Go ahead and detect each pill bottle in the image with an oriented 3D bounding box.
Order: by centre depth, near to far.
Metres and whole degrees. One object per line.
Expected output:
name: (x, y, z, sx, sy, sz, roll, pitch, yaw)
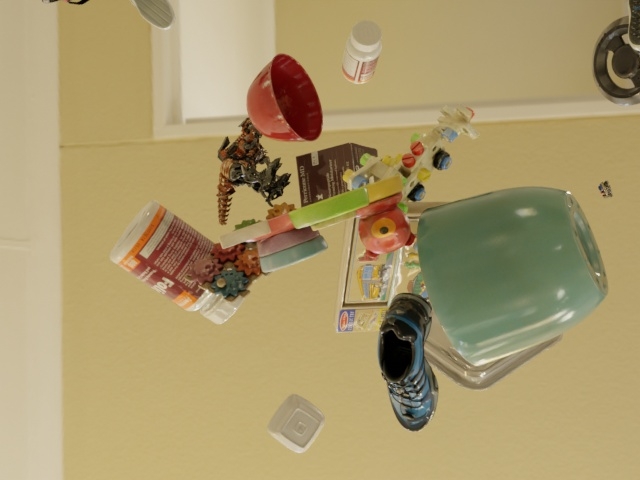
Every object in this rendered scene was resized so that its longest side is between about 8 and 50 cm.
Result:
pill bottle: (-0.420, 0.076, 2.053, 0.392, 0.224, 0.224, 38, -148, -19)
pill bottle: (0.142, -0.642, 2.281, 0.221, 0.121, 0.121, 106, 166, -70)

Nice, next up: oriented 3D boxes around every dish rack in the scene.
dish rack: (0.358, 0.183, 1.525, 0.286, 0.333, 0.072, 35, 137, 41)

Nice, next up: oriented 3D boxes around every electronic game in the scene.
electronic game: (0.804, -0.468, 1.744, 0.229, 0.048, 0.229, 38, 134, 54)

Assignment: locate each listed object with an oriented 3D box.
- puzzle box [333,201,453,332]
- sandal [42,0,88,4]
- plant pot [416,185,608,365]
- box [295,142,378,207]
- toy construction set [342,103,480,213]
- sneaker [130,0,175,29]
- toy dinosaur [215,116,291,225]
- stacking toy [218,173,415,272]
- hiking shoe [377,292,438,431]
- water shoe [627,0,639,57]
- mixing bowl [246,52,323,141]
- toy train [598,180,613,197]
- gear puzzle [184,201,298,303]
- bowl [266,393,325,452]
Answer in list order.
puzzle box: (0.184, 0.077, 1.742, 0.052, 0.272, 0.408, -102, 13, -51)
sandal: (-0.532, -0.552, 1.488, 0.067, 0.179, 0.040, 152, 104, -83)
plant pot: (0.336, 0.040, 1.130, 0.293, 0.235, 0.292, 38, -139, -41)
box: (0.059, -0.190, 2.046, 0.167, 0.203, 0.168, 0, -98, -57)
toy construction set: (0.214, -0.187, 1.541, 0.151, 0.328, 0.215, 53, -178, 32)
sneaker: (-0.525, -0.734, 2.022, 0.258, 0.094, 0.091, 48, -171, 5)
toy dinosaur: (-0.214, -0.200, 1.955, 0.164, 0.219, 0.321, -20, -51, -71)
stacking toy: (0.000, 0.000, 1.157, 0.130, 0.309, 0.279, 70, -160, -3)
hiking shoe: (0.155, 0.256, 1.304, 0.132, 0.113, 0.303, -37, -56, -52)
water shoe: (0.706, -0.483, 1.446, 0.080, 0.073, 0.203, 38, -115, -45)
mixing bowl: (-0.083, -0.270, 1.340, 0.181, 0.098, 0.181, 33, -132, -48)
toy train: (0.940, -0.166, 2.208, 0.158, 0.036, 0.027, 22, -130, -61)
gear puzzle: (-0.163, 0.007, 1.625, 0.339, 0.176, 0.044, -45, -35, -32)
bowl: (-0.063, 0.528, 1.912, 0.142, 0.142, 0.053, -53, 16, -10)
